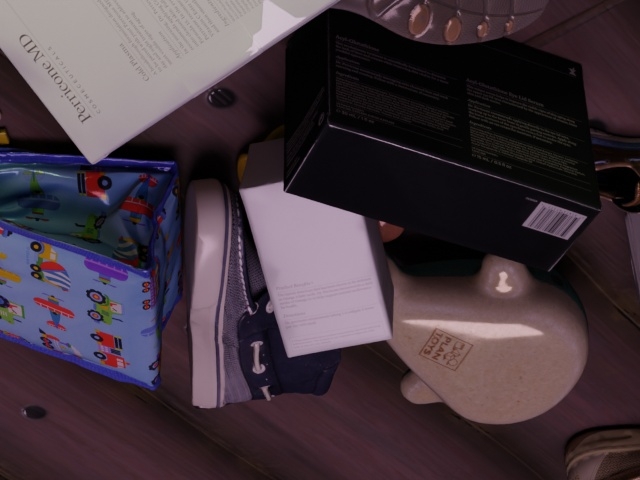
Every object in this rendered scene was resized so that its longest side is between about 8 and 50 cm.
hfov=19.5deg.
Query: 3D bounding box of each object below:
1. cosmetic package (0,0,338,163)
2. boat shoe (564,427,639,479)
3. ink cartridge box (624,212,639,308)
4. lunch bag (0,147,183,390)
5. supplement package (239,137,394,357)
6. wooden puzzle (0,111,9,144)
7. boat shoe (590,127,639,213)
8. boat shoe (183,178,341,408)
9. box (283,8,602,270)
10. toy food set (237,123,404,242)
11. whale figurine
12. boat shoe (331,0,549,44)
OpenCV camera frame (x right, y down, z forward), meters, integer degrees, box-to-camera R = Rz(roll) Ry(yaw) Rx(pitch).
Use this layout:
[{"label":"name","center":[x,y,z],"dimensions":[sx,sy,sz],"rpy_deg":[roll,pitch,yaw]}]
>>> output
[{"label":"cosmetic package","center":[-0.168,-0.284,1.378],"dimensions":[0.284,0.097,0.377],"rpy_deg":[-31,104,24]},{"label":"boat shoe","center":[0.453,0.275,2.133],"dimensions":[0.341,0.110,0.121],"rpy_deg":[-7,139,9]},{"label":"ink cartridge box","center":[0.430,0.034,1.847],"dimensions":[0.237,0.100,0.172],"rpy_deg":[-8,147,10]},{"label":"lunch bag","center":[-0.292,0.017,1.841],"dimensions":[0.293,0.138,0.221],"rpy_deg":[9,145,3]},{"label":"supplement package","center":[0.000,0.000,1.728],"dimensions":[0.105,0.105,0.179],"rpy_deg":[-10,115,9]},{"label":"wooden puzzle","center":[-0.346,-0.125,1.754],"dimensions":[0.078,0.014,0.116],"rpy_deg":[-15,137,11]},{"label":"boat shoe","center":[0.303,-0.058,1.782],"dimensions":[0.183,0.066,0.066],"rpy_deg":[6,139,-7]},{"label":"boat shoe","center":[-0.056,0.051,1.887],"dimensions":[0.158,0.127,0.340],"rpy_deg":[-3,147,-5]},{"label":"box","center":[0.105,-0.101,1.646],"dimensions":[0.261,0.184,0.103],"rpy_deg":[17,138,-18]},{"label":"toy food set","center":[0.027,-0.046,1.795],"dimensions":[0.218,0.071,0.128],"rpy_deg":[1,139,-1]},{"label":"whale figurine","center":[0.138,0.072,1.887],"dimensions":[0.272,0.141,0.216],"rpy_deg":[21,126,-12]},{"label":"boat shoe","center":[0.041,-0.247,1.533],"dimensions":[0.324,0.116,0.123],"rpy_deg":[9,124,-22]}]
